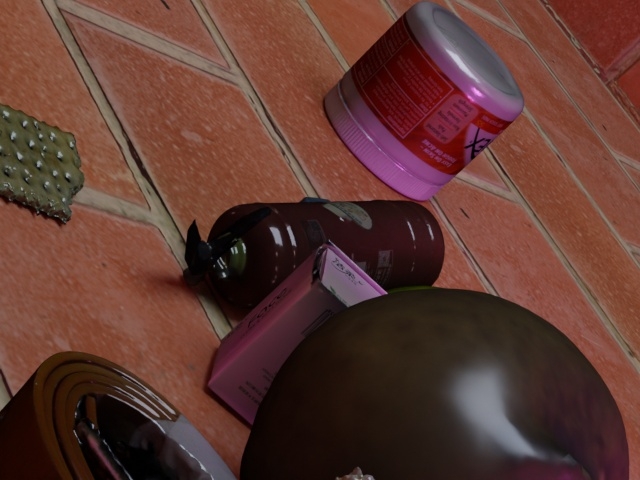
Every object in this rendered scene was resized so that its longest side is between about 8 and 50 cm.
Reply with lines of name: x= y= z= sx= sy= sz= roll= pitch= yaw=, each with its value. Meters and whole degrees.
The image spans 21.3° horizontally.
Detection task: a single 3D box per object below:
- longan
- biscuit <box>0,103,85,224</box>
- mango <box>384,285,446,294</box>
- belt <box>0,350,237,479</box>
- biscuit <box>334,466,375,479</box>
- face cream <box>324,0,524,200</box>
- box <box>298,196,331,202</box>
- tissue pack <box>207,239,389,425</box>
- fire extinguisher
longan: x=0.085 y=0.181 z=1.277 sx=0.319 sy=0.319 sz=0.319 roll=38 pitch=22 yaw=-18
biscuit: x=-0.280 y=-0.081 z=1.479 sx=0.203 sy=0.016 sz=0.144 roll=25 pitch=29 yaw=-42
mango: x=0.118 y=0.126 z=1.668 sx=0.273 sy=0.149 sz=0.185 roll=25 pitch=30 yaw=-34
belt: x=-0.123 y=0.200 z=1.133 sx=0.261 sy=0.105 sz=0.184 roll=48 pitch=23 yaw=16
biscuit: x=0.017 y=0.271 z=1.096 sx=0.062 sy=0.238 sz=0.108 roll=10 pitch=29 yaw=1
face cream: x=0.138 y=-0.184 z=2.225 sx=0.201 sy=0.187 sz=0.201 roll=39 pitch=21 yaw=-18
box: x=0.000 y=0.000 z=1.807 sx=0.099 sy=0.054 sz=0.074 roll=54 pitch=24 yaw=21
tissue pack: x=0.038 y=0.141 z=1.491 sx=0.246 sy=0.148 sz=0.092 roll=42 pitch=20 yaw=-14
fire extinguisher: x=-0.014 y=0.004 z=1.623 sx=0.344 sy=0.138 sz=0.102 roll=-2 pitch=62 yaw=-48
